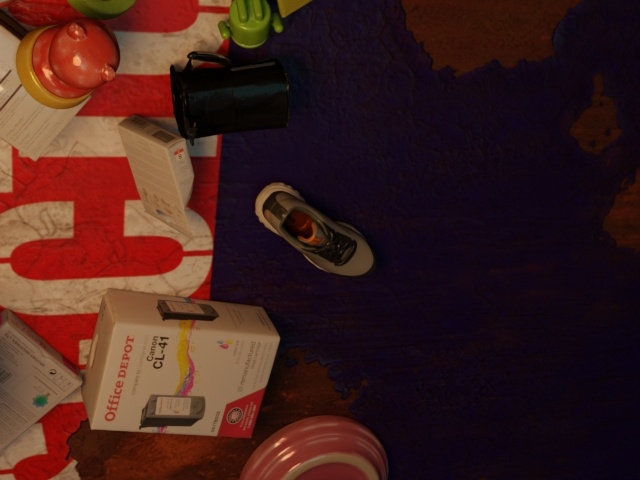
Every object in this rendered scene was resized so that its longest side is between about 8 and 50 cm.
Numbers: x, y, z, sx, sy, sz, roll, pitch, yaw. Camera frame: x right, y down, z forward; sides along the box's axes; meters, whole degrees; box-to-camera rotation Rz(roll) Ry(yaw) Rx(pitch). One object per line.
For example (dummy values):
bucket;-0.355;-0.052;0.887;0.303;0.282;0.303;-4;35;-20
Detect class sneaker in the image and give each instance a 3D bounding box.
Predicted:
sneaker;0.000;0.000;1.724;0.271;0.108;0.100;32;98;-31

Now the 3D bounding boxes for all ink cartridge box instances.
ink cartridge box;-0.254;-0.103;1.556;0.045;0.145;0.179;-37;133;-27
ink cartridge box;-0.253;0.226;1.722;0.306;0.131;0.226;7;112;-25
ink cartridge box;-0.594;0.281;1.657;0.311;0.065;0.186;-41;122;-1

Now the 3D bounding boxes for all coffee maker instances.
coffee maker;-0.140;-0.217;1.529;0.178;0.171;0.120;-9;148;-14

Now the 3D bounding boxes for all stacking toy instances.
stacking toy;-0.362;-0.369;1.301;0.309;0.130;0.280;43;62;-30

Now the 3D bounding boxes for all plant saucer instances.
plant saucer;-0.005;0.522;1.987;0.332;0.084;0.332;-9;117;-18

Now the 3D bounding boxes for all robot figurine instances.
robot figurine;-0.112;-0.348;1.517;0.101;0.115;0.067;-12;80;-8

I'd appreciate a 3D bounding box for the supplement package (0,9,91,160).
supplement package;-0.480;-0.255;1.396;0.134;0.139;0.244;-48;122;5

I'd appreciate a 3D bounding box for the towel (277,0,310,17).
towel;-0.049;-0.471;1.473;0.102;0.021;0.237;-36;136;-24
